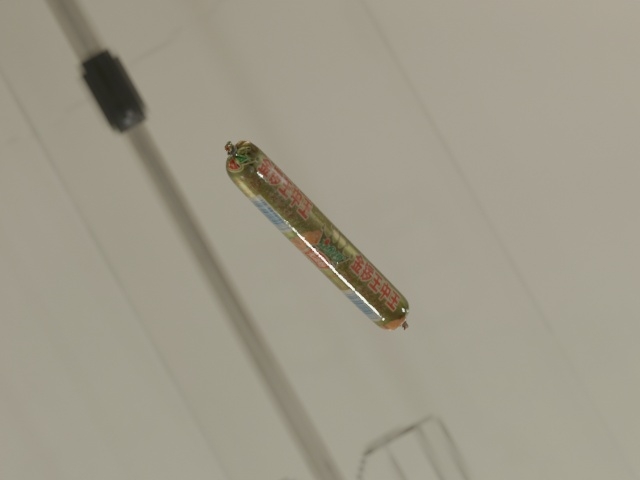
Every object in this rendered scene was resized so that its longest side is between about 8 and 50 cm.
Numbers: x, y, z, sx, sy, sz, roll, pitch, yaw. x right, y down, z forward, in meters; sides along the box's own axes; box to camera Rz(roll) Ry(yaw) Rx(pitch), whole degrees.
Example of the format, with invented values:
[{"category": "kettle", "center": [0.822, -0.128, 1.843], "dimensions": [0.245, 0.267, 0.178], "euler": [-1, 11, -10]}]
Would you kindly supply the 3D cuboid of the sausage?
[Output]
[{"category": "sausage", "center": [0.000, 0.000, 0.579], "dimensions": [0.015, 0.100, 0.015], "euler": [-29, -145, 23]}]
